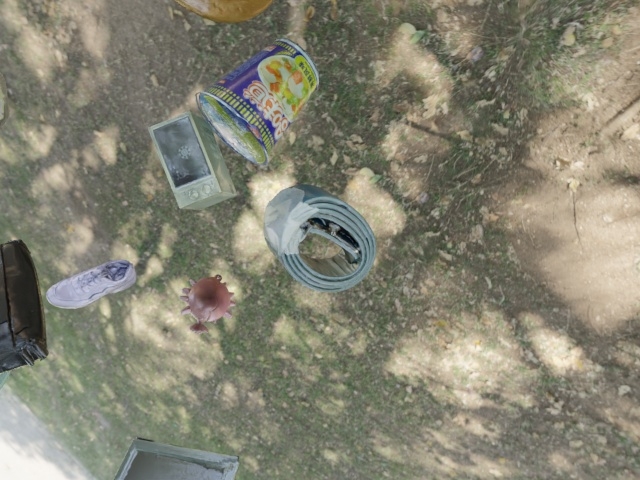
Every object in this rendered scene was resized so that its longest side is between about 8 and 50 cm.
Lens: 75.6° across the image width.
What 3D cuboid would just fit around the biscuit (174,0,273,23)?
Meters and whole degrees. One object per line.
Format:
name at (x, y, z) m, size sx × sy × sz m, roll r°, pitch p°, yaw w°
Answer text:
biscuit at (-0.135, -0.402, 0.489) m, size 0.037 × 0.262 × 0.261 m, roll 6°, pitch 118°, yaw 45°

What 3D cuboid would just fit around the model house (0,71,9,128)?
model house at (-0.864, -0.381, 0.947) m, size 0.229 × 0.199 × 0.219 m, roll 44°, pitch 91°, yaw 4°

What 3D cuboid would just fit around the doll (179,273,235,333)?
doll at (-0.426, 0.234, 1.561) m, size 0.211 × 0.261 × 0.093 m, roll 19°, pitch 140°, yaw -19°

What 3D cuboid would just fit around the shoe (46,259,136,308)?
shoe at (-0.667, 0.121, 1.215) m, size 0.095 × 0.245 × 0.137 m, roll 62°, pitch 145°, yaw 12°

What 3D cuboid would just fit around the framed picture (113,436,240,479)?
framed picture at (-0.206, 0.362, 0.457) m, size 0.197 × 0.252 × 0.014 m, roll -8°, pitch 135°, yaw 30°

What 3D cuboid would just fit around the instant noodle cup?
instant noodle cup at (-0.167, -0.433, 1.248) m, size 0.284 × 0.312 × 0.284 m, roll 36°, pitch 165°, yaw 11°

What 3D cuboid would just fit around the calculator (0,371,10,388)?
calculator at (-0.610, 0.215, 0.746) m, size 0.021 × 0.152 × 0.095 m, roll -28°, pitch 141°, yaw 32°

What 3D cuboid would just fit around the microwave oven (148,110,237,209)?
microwave oven at (-0.369, -0.224, 1.213) m, size 0.145 × 0.194 × 0.240 m, roll -21°, pitch 92°, yaw 2°

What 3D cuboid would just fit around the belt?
belt at (0.001, 0.001, 1.390) m, size 0.437 × 0.173 × 0.300 m, roll 38°, pitch 91°, yaw -36°

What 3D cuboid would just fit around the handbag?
handbag at (-0.564, 0.117, 0.639) m, size 0.246 × 0.223 × 0.080 m, roll 55°, pitch 158°, yaw 31°
